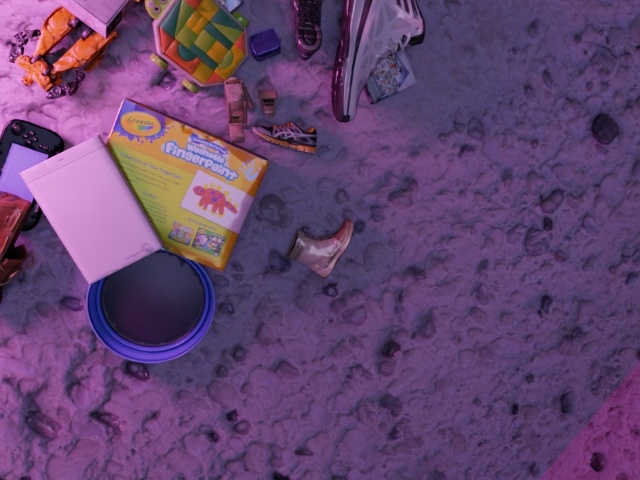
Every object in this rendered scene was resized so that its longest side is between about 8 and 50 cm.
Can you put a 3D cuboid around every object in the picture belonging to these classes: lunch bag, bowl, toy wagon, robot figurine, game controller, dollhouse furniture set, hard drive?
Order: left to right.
[{"bbox_3d":[-0.878,-0.189,1.660,0.166,0.067,0.319,21,97,-14],"label":"game controller"},{"bbox_3d":[-0.732,-0.542,1.607,0.291,0.085,0.211,-43,105,-1],"label":"robot figurine"},{"bbox_3d":[-0.630,-0.082,1.574,0.233,0.047,0.353,-27,106,-4],"label":"hard drive"},{"bbox_3d":[-0.534,0.196,1.802,0.390,0.077,0.391,-2,101,-11],"label":"bowl"},{"bbox_3d":[-0.373,-0.597,1.616,0.344,0.068,0.267,33,98,-41],"label":"toy wagon"},{"bbox_3d":[-0.198,-0.393,1.681,0.160,0.182,0.101,-6,142,-11],"label":"dollhouse furniture set"},{"bbox_3d":[-0.165,-0.595,1.719,0.098,0.065,0.067,-21,89,-5],"label":"lunch bag"}]

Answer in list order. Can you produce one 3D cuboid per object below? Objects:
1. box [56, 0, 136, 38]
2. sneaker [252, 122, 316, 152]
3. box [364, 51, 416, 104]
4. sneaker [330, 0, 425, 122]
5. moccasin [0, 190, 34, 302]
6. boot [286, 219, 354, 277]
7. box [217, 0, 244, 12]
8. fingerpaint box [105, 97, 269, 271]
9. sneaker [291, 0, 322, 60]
[{"bbox_3d":[-0.575,-0.730,1.556,0.169,0.087,0.290,37,75,-15],"label":"box"},{"bbox_3d":[-0.109,-0.334,1.778,0.214,0.084,0.083,10,97,-23],"label":"sneaker"},{"bbox_3d":[0.189,-0.576,1.801,0.159,0.044,0.233,-27,105,-4],"label":"box"},{"bbox_3d":[0.183,-0.564,1.691,0.257,0.169,0.448,8,98,-10],"label":"sneaker"},{"bbox_3d":[-0.921,0.040,1.649,0.146,0.139,0.380,17,107,-17],"label":"moccasin"},{"bbox_3d":[0.000,0.000,1.868,0.165,0.077,0.213,28,98,-13],"label":"boot"},{"bbox_3d":[-0.334,-0.758,1.666,0.114,0.036,0.207,-39,106,-2],"label":"box"},{"bbox_3d":[-0.431,-0.165,1.703,0.444,0.163,0.371,21,98,-15],"label":"fingerpaint box"},{"bbox_3d":[-0.045,-0.678,1.713,0.101,0.106,0.268,4,81,-7],"label":"sneaker"}]
